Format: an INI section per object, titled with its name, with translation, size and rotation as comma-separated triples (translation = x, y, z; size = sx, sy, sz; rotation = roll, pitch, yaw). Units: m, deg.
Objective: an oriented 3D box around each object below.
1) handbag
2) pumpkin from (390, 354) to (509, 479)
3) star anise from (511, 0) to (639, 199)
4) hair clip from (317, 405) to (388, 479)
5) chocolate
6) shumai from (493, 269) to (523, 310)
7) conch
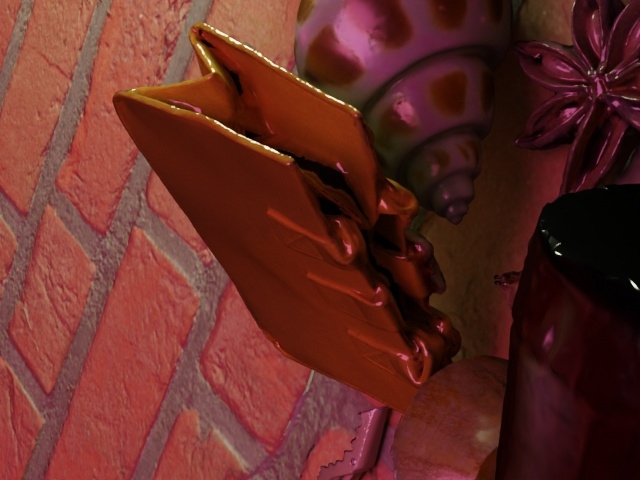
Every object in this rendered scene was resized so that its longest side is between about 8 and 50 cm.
[handbag]
translation = 0.000, 0.000, 1.050
size = 0.133, 0.401, 0.283
rotation = -42, 44, -15
[pumpkin]
translation = 0.172, 0.198, 0.917
size = 0.110, 0.217, 0.217
rotation = -20, 72, 56
[star anise]
translation = 0.251, -0.144, 0.975
size = 0.212, 0.073, 0.197
rotation = -25, 71, 42
[hair clip]
translation = 0.018, 0.268, 1.230
size = 0.226, 0.034, 0.072
rotation = -52, 55, 30
[chocolate]
translation = 0.288, 0.156, 0.720
size = 0.383, 0.384, 0.331
rotation = 20, 112, 47
[shumai]
translation = 0.230, 0.052, 0.956
size = 0.116, 0.145, 0.145
rotation = -42, 56, 16
[conch]
translation = 0.076, -0.188, 1.063
size = 0.249, 0.197, 0.368
rotation = 101, -178, -68
